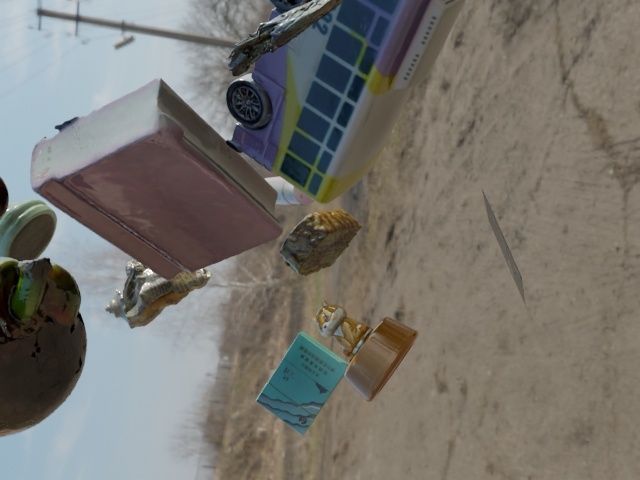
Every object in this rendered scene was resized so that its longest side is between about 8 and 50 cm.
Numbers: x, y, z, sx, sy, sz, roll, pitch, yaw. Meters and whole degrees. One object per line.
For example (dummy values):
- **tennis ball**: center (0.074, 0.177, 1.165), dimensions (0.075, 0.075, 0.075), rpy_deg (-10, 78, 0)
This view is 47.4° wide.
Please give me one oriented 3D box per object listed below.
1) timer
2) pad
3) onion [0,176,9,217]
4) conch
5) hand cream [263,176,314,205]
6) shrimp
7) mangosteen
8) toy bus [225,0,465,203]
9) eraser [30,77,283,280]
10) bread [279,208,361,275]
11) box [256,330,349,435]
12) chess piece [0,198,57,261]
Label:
- **timer**: center (0.054, 0.153, 1.128), dimensions (0.132, 0.152, 0.132), rpy_deg (-52, -12, -16)
- **pad**: center (0.320, 0.011, 1.272), dimensions (0.127, 0.004, 0.190), rpy_deg (57, -164, -57)
- **onion**: center (-0.508, -0.061, 1.048), dimensions (0.117, 0.119, 0.118), rpy_deg (-86, 5, -66)
- **conch**: center (-0.357, 0.108, 1.615), dimensions (0.178, 0.245, 0.163), rpy_deg (-139, 36, -61)
- **hand cream**: center (-0.107, -0.119, 1.773), dimensions (0.312, 0.111, 0.070), rpy_deg (7, 66, 59)
- **shrimp**: center (-0.039, -0.239, 0.811), dimensions (0.034, 0.161, 0.091), rpy_deg (56, -176, -13)
- **mangosteen**: center (-0.523, 0.165, 1.210), dimensions (0.360, 0.306, 0.306), rpy_deg (-26, 38, 28)
- **toy bus**: center (0.042, -0.293, 1.100), dimensions (0.209, 0.249, 0.440), rpy_deg (-41, -18, -47)
- **eraser**: center (-0.267, -0.083, 1.251), dimensions (0.359, 0.272, 0.122), rpy_deg (45, -150, -52)
- **bread**: center (0.000, 0.000, 1.960), dimensions (0.181, 0.096, 0.222), rpy_deg (-53, -20, 24)
- **box**: center (-0.047, 0.381, 1.945), dimensions (0.229, 0.162, 0.041), rpy_deg (-57, -10, 11)
- **chess piece**: center (-0.868, -0.076, 1.915), dimensions (0.194, 0.299, 0.194), rpy_deg (-56, -10, -16)
